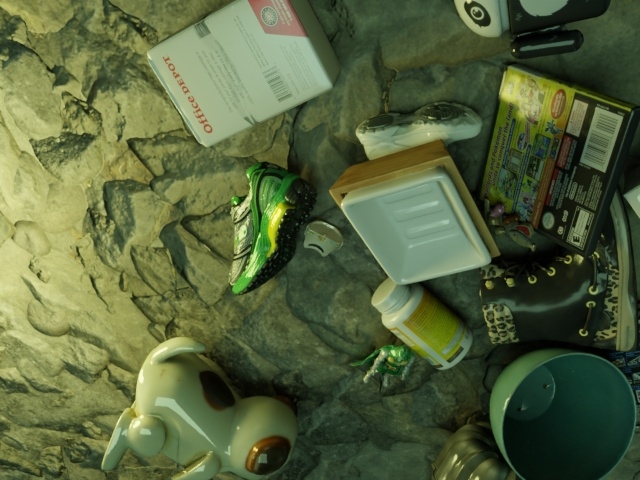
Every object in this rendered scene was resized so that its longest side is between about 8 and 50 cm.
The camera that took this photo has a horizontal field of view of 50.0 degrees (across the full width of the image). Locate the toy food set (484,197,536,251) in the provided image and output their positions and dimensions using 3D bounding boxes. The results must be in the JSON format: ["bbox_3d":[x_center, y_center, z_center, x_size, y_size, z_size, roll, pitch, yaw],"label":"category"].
[{"bbox_3d":[0.349,-0.030,1.282,0.122,0.019,0.078,34,147,41],"label":"toy food set"}]

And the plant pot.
[{"bbox_3d":[0.476,0.348,1.445,0.290,0.195,0.290,-1,98,-10],"label":"plant pot"}]

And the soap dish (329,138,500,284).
[{"bbox_3d":[0.184,-0.050,1.293,0.229,0.118,0.291,-15,137,24],"label":"soap dish"}]

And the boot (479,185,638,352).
[{"bbox_3d":[0.450,0.046,1.325,0.284,0.138,0.377,-6,111,24],"label":"boot"}]

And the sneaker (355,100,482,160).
[{"bbox_3d":[0.190,-0.187,1.285,0.232,0.090,0.115,-3,128,23],"label":"sneaker"}]

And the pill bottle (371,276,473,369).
[{"bbox_3d":[0.214,0.171,1.465,0.215,0.117,0.117,41,120,-13],"label":"pill bottle"}]

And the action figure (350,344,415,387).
[{"bbox_3d":[0.152,0.273,1.514,0.137,0.063,0.232,10,154,-5],"label":"action figure"}]

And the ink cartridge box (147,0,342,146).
[{"bbox_3d":[-0.135,-0.326,1.243,0.283,0.117,0.207,-20,114,22],"label":"ink cartridge box"}]

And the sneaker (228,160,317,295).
[{"bbox_3d":[-0.125,-0.022,1.439,0.146,0.134,0.343,40,128,17],"label":"sneaker"}]

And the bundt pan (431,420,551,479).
[{"bbox_3d":[0.421,0.517,1.525,0.331,0.331,0.124,17,105,2],"label":"bundt pan"}]

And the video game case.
[{"bbox_3d":[0.401,-0.143,1.198,0.248,0.035,0.274,35,133,39],"label":"video game case"}]

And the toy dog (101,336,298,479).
[{"bbox_3d":[-0.252,0.430,1.665,0.408,0.284,0.395,23,105,-3],"label":"toy dog"}]

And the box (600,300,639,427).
[{"bbox_3d":[0.744,0.247,1.421,0.296,0.073,0.293,-15,115,21],"label":"box"}]

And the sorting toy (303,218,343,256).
[{"bbox_3d":[0.000,0.000,1.457,0.083,0.045,0.075,26,130,-6],"label":"sorting toy"}]

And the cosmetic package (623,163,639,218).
[{"bbox_3d":[0.686,0.010,1.164,0.155,0.197,0.365,-37,88,29],"label":"cosmetic package"}]

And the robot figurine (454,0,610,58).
[{"bbox_3d":[0.342,-0.413,1.051,0.278,0.209,0.173,-8,154,16],"label":"robot figurine"}]
